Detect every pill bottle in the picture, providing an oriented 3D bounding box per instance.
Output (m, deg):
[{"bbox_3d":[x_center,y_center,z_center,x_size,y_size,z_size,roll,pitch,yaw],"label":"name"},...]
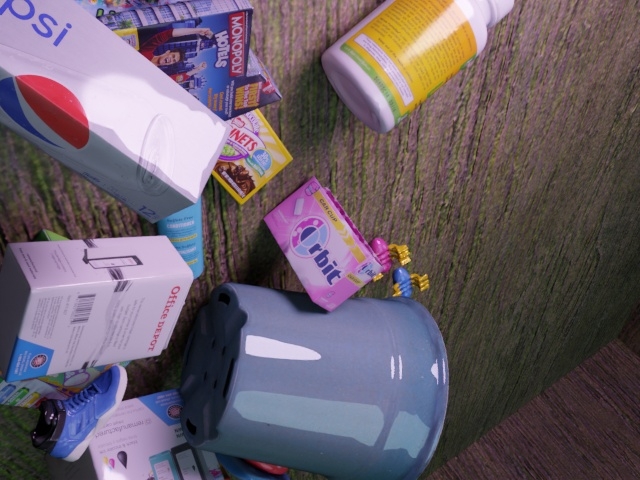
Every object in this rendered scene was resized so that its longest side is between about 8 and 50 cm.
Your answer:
[{"bbox_3d":[0.134,-0.271,0.887,0.245,0.136,0.136,-40,146,-3],"label":"pill bottle"}]

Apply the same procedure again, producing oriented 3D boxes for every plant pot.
[{"bbox_3d":[-0.030,0.226,1.072,0.334,0.341,0.341,15,119,-27],"label":"plant pot"}]

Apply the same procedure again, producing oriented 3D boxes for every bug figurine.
[{"bbox_3d":[0.079,0.099,1.300,0.279,0.072,0.216,-27,137,-14],"label":"bug figurine"}]

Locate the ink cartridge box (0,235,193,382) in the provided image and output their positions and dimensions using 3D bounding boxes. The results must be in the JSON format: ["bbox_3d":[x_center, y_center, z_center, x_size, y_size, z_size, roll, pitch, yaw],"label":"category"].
[{"bbox_3d":[-0.279,0.078,0.807,0.203,0.086,0.148,-3,131,-45],"label":"ink cartridge box"}]

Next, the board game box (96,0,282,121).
[{"bbox_3d":[-0.134,-0.186,0.713,0.194,0.060,0.194,-18,156,-20],"label":"board game box"}]

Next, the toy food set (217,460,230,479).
[{"bbox_3d":[-0.289,0.451,1.286,0.111,0.104,0.232,-48,146,8],"label":"toy food set"}]

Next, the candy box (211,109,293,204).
[{"bbox_3d":[-0.118,-0.136,0.881,0.105,0.027,0.206,-44,146,-3],"label":"candy box"}]

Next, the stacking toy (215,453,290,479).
[{"bbox_3d":[-0.080,0.342,1.368,0.302,0.175,0.165,-58,140,-2],"label":"stacking toy"}]

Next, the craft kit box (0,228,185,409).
[{"bbox_3d":[-0.353,0.126,0.911,0.247,0.061,0.250,-49,146,5],"label":"craft kit box"}]

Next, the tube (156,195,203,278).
[{"bbox_3d":[-0.194,-0.033,0.901,0.080,0.052,0.207,-14,136,-17],"label":"tube"}]

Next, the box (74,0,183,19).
[{"bbox_3d":[-0.193,-0.261,0.657,0.207,0.036,0.114,-6,132,-42],"label":"box"}]

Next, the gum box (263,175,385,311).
[{"bbox_3d":[0.000,0.000,1.013,0.107,0.188,0.062,-39,147,9],"label":"gum box"}]

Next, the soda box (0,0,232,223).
[{"bbox_3d":[-0.223,-0.136,0.579,0.286,0.091,0.098,38,57,-28],"label":"soda box"}]

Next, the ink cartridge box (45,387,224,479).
[{"bbox_3d":[-0.285,0.413,1.060,0.198,0.270,0.197,-5,150,-43],"label":"ink cartridge box"}]

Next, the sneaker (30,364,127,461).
[{"bbox_3d":[-0.346,0.235,0.937,0.084,0.058,0.152,39,84,-41],"label":"sneaker"}]

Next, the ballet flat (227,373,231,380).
[{"bbox_3d":[-0.134,0.233,1.240,0.230,0.077,0.077,-7,156,-43],"label":"ballet flat"}]
